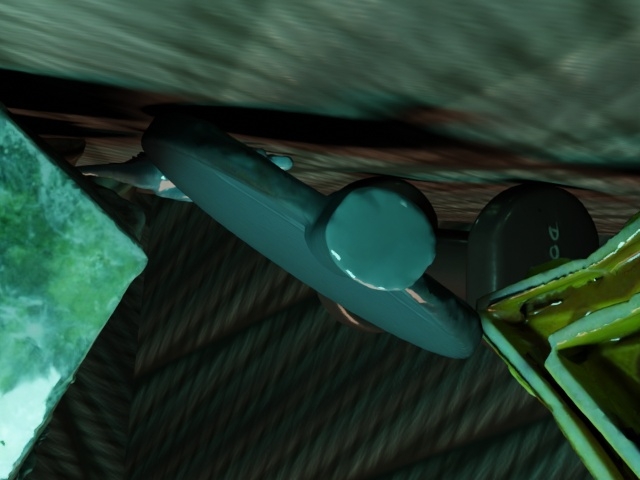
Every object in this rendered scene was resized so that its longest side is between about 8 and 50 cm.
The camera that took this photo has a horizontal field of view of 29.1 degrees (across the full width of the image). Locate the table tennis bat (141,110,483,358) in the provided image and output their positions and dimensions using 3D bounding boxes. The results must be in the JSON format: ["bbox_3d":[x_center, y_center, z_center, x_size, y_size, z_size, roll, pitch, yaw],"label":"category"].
[{"bbox_3d":[0.000,0.000,0.637,0.215,0.044,0.329,36,174,-6],"label":"table tennis bat"}]

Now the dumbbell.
[{"bbox_3d":[0.106,0.019,1.006,0.124,0.140,0.225,-4,-172,-39],"label":"dumbbell"}]

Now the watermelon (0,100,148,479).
[{"bbox_3d":[-0.207,0.009,0.675,0.387,0.228,0.258,13,-166,35],"label":"watermelon"}]

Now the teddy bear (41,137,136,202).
[{"bbox_3d":[-0.343,0.055,0.959,0.362,0.375,0.327,24,180,41],"label":"teddy bear"}]

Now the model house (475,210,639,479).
[{"bbox_3d":[0.206,0.127,0.606,0.300,0.340,0.323,8,-177,-42],"label":"model house"}]

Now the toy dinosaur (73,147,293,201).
[{"bbox_3d":[-0.086,-0.048,0.848,0.197,0.045,0.080,-7,-168,-42],"label":"toy dinosaur"}]
